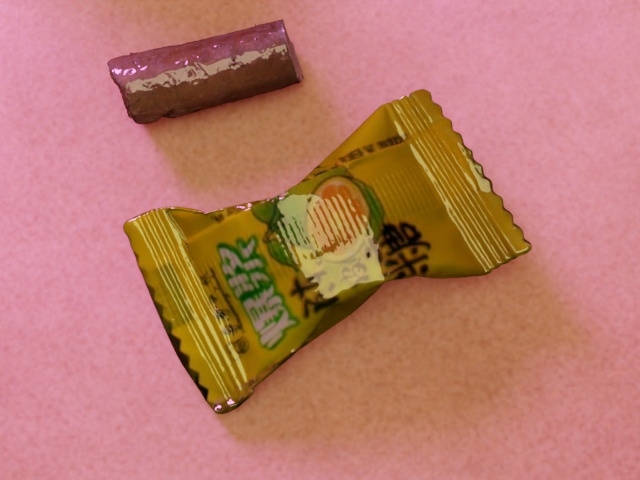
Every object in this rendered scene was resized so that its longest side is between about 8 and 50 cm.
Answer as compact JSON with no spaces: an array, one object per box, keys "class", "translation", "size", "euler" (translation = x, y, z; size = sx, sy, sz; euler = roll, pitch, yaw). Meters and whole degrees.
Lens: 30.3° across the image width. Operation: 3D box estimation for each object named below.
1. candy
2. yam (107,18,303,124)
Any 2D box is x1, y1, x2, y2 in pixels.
[{"class":"candy","translation":[0.000,0.000,0.800],"size":[0.246,0.069,0.149],"euler":[-27,83,-3]},{"class":"yam","translation":[-0.079,-0.118,0.830],"size":[0.132,0.054,0.054],"euler":[-14,80,-2]}]
